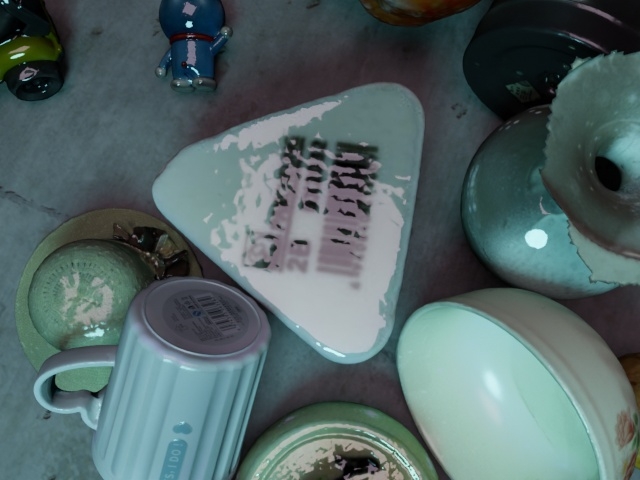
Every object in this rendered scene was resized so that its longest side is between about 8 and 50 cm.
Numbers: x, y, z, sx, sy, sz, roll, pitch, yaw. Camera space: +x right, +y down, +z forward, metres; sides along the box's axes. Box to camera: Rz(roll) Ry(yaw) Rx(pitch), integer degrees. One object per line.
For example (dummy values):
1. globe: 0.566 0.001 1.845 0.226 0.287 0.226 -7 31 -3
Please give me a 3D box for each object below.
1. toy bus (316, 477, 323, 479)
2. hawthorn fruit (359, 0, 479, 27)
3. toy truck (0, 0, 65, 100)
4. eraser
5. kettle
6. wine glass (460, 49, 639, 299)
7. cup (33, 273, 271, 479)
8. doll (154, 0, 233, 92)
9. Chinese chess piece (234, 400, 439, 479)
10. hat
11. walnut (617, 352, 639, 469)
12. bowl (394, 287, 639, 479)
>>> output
1. toy bus: 0.067 0.385 0.603 0.113 0.139 0.302 -41 90 -7
2. hawthorn fruit: 0.117 -0.403 0.773 0.284 0.284 0.284 0 80 0
3. toy truck: -0.451 -0.252 0.800 0.224 0.165 0.147 -23 82 -3
4. eraser: 0.000 0.000 0.764 0.331 0.150 0.331 0 82 0
5. kettle: 0.380 -0.289 0.793 0.321 0.228 0.324 33 78 -21
6. wine glass: 0.275 -0.046 0.680 0.238 0.323 0.238 0 81 2
7. cup: -0.168 0.160 0.670 0.167 0.221 0.202 45 127 38
8. doll: -0.171 -0.277 0.848 0.114 0.085 0.152 -3 90 11
9. Chinese chess piece: 0.019 0.315 0.734 0.250 0.101 0.250 0 82 1
10. hat: -0.269 0.074 0.763 0.257 0.130 0.257 0 81 0
11. walnut: 0.398 0.202 0.719 0.144 0.180 0.144 -7 101 -38
12. bowl: 0.225 0.167 0.691 0.145 0.277 0.277 -23 80 -26
